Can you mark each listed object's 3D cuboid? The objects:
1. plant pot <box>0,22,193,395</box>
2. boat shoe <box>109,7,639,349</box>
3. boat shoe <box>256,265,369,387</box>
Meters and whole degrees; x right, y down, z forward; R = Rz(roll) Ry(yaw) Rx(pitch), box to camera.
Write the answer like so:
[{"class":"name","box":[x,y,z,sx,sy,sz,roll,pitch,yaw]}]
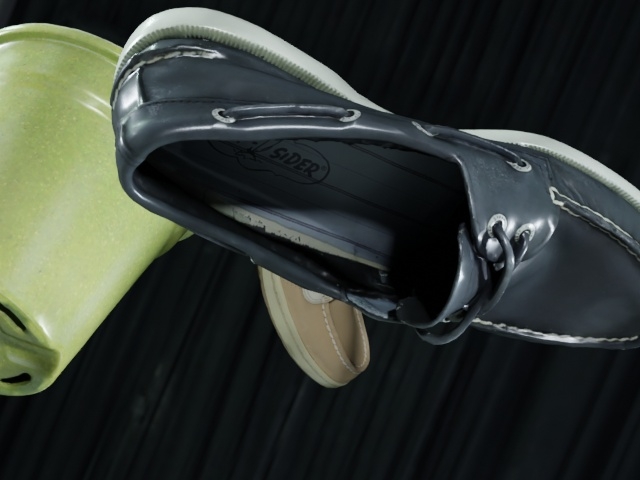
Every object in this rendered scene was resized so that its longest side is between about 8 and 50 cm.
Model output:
[{"class":"plant pot","box":[-0.263,-0.010,1.217,0.276,0.254,0.276,14,-41,13]},{"class":"boat shoe","box":[0.047,-0.006,0.695,0.340,0.127,0.113,28,33,-14]},{"class":"boat shoe","box":[0.000,0.000,1.283,0.110,0.341,0.121,-10,33,16]}]
